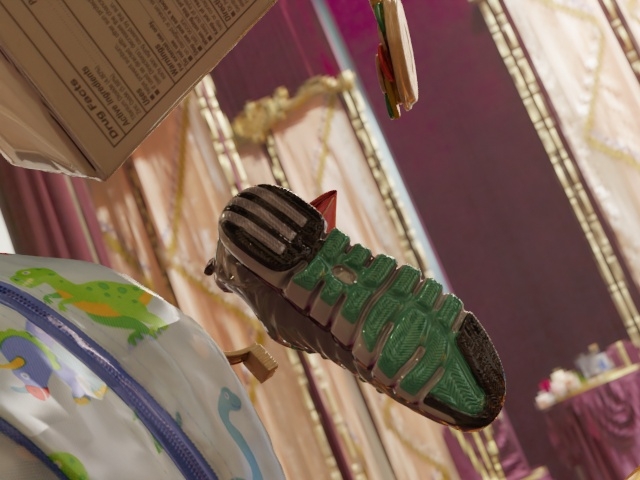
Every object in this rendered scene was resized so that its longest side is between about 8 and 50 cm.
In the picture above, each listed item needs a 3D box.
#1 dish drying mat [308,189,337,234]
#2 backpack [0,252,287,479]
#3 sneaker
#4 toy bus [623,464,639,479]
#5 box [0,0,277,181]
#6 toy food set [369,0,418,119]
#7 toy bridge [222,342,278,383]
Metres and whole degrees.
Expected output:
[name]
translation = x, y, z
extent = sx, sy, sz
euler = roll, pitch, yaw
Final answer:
[dish drying mat]
translation = 0.000, 0.000, 0.890
extent = 0.032, 0.008, 0.083
euler = -36, -35, -31
[backpack]
translation = -0.122, 0.178, 0.469
extent = 0.290, 0.356, 0.273
euler = 3, 10, 27
[sneaker]
translation = 0.021, 0.056, 0.814
extent = 0.083, 0.223, 0.098
euler = -46, -8, -34
[toy bus]
translation = 0.253, 0.247, 0.873
extent = 0.108, 0.130, 0.332
euler = -21, 3, 45
[box]
translation = -0.102, -0.195, 0.749
extent = 0.121, 0.148, 0.311
euler = 10, 52, 49
[toy food set]
translation = 0.047, -0.124, 0.783
extent = 0.020, 0.083, 0.083
euler = -10, -46, 10
[toy bridge]
translation = -0.120, 0.138, 1.117
extent = 0.188, 0.063, 0.026
euler = -30, -21, -42
